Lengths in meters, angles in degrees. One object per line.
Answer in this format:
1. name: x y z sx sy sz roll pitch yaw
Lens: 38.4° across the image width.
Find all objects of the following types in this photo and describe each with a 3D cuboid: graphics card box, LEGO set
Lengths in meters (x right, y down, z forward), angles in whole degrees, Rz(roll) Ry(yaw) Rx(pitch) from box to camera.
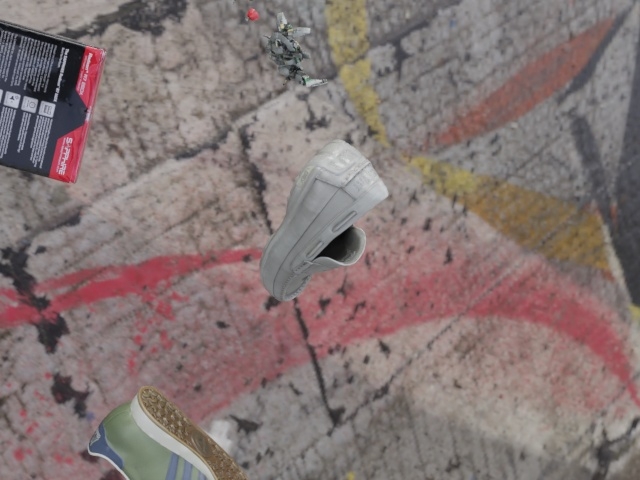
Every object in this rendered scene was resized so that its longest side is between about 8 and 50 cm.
1. graphics card box: -0.555 -0.250 1.496 0.371 0.094 0.233 13 101 -13
2. LEGO set: -0.030 -0.126 0.580 0.083 0.054 0.023 41 68 4

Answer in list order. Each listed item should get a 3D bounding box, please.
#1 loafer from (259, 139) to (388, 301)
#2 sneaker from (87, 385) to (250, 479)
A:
1. loafer: 0.000 0.000 1.214 0.112 0.111 0.319 -44 169 -32
2. sneaker: -0.140 0.225 0.877 0.086 0.064 0.192 -34 114 11
